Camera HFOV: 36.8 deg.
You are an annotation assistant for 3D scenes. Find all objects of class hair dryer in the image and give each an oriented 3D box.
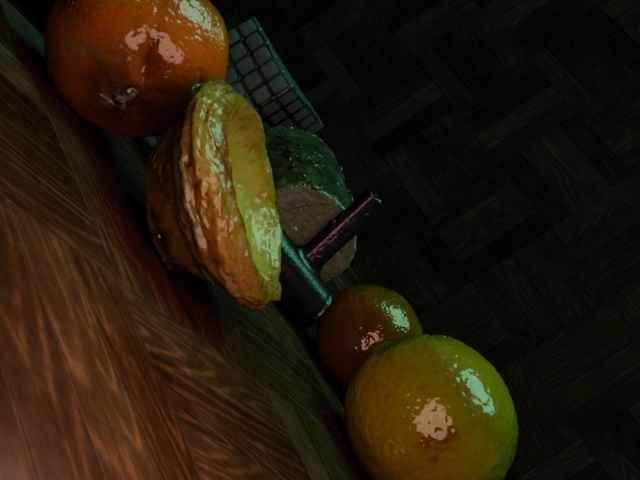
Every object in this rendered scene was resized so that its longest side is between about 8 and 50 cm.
[{"bbox_3d":[0.000,0.000,1.647,0.197,0.251,0.089,52,-5,-16],"label":"hair dryer"}]

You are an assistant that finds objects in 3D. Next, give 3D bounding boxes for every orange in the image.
[{"bbox_3d":[0.088,0.174,1.690,0.206,0.206,0.206,55,5,-7],"label":"orange"},{"bbox_3d":[-0.221,-0.225,1.170,0.224,0.224,0.170,51,27,-43],"label":"orange"}]

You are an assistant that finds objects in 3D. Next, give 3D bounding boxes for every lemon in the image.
[{"bbox_3d":[0.162,0.267,1.431,0.267,0.267,0.267,55,5,-7],"label":"lemon"}]

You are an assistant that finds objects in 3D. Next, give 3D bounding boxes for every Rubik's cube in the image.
[{"bbox_3d":[-0.168,-0.322,2.219,0.237,0.238,0.237,60,5,24],"label":"Rubik's cube"}]

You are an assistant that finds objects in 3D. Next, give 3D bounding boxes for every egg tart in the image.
[{"bbox_3d":[-0.128,-0.047,1.143,0.294,0.123,0.294,-9,90,-81],"label":"egg tart"}]

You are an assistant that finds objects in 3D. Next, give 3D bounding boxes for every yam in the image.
[{"bbox_3d":[-0.052,-0.068,1.835,0.241,0.241,0.348,53,7,-25],"label":"yam"}]

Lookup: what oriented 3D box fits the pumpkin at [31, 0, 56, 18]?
[{"bbox_3d":[-0.332,-0.369,1.371,0.220,0.162,0.220,44,5,-5],"label":"pumpkin"}]
